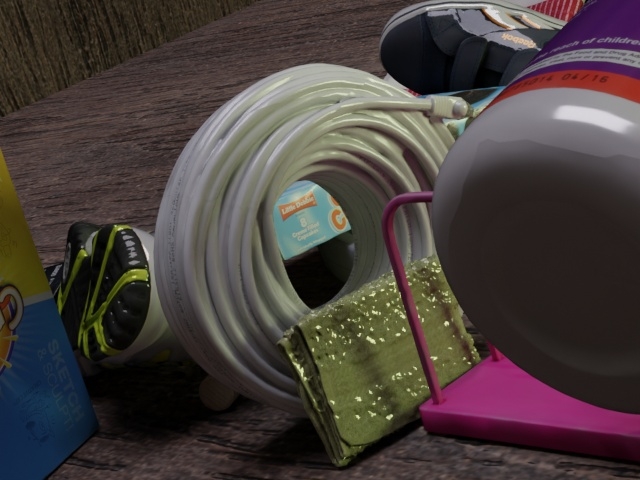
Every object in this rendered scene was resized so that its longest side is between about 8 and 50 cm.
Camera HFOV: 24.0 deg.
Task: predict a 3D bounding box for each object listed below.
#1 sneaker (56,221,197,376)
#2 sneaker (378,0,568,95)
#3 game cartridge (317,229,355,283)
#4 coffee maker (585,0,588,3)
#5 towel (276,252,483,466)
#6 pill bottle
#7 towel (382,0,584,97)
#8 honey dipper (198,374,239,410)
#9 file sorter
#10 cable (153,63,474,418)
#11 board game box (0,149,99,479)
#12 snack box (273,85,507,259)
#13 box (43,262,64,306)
[{"bbox_3d":[-0.150,0.060,1.324,0.147,0.145,0.385,8,0,-19],"label":"sneaker"},{"bbox_3d":[0.206,-0.168,1.567,0.321,0.126,0.127,9,41,15],"label":"sneaker"},{"bbox_3d":[0.113,-0.010,1.397,0.196,0.060,0.294,-27,18,-19],"label":"game cartridge"},{"bbox_3d":[0.336,-0.219,1.792,0.178,0.120,0.171,-4,43,43],"label":"coffee maker"},{"bbox_3d":[0.044,0.080,1.057,0.148,0.110,0.027,-27,12,-30],"label":"towel"},{"bbox_3d":[0.209,-0.068,0.807,0.182,0.181,0.323,-2,34,44],"label":"pill bottle"},{"bbox_3d":[0.165,-0.186,1.753,0.237,0.037,0.329,-5,41,36],"label":"towel"},{"bbox_3d":[-0.059,0.098,1.259,0.030,0.030,0.161,-11,14,21],"label":"honey dipper"},{"bbox_3d":[0.213,-0.005,1.034,0.291,0.182,0.202,-30,21,-38],"label":"file sorter"},{"bbox_3d":[0.000,0.000,1.099,0.257,0.257,0.089,14,-7,-32],"label":"cable"},{"bbox_3d":[-0.296,0.057,1.110,0.064,0.316,0.242,-8,19,27],"label":"board game box"},{"bbox_3d":[0.035,-0.068,1.465,0.322,0.060,0.187,-26,14,-29],"label":"snack box"},{"bbox_3d":[-0.339,0.094,1.512,0.175,0.051,0.220,-16,16,5],"label":"box"}]
